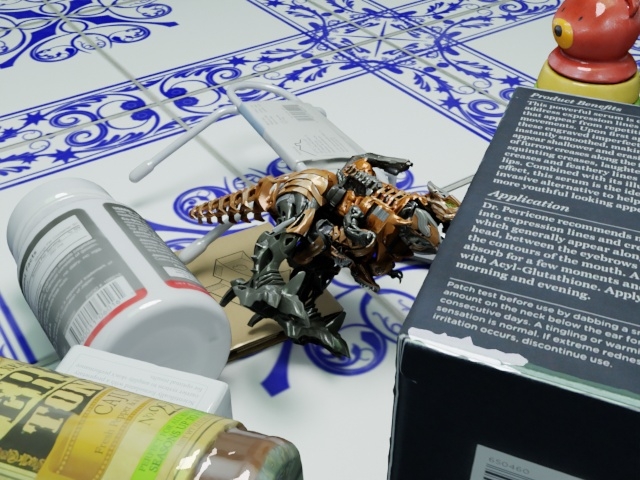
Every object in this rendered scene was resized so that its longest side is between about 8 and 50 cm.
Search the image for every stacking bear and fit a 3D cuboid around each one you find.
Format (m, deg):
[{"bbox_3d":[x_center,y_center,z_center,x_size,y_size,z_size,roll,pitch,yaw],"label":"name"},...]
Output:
[{"bbox_3d":[0.373,-0.218,1.073,0.164,0.289,0.175,-9,38,-11],"label":"stacking bear"}]

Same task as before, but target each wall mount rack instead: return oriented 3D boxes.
[{"bbox_3d":[-0.078,-0.095,1.032,0.304,0.130,0.350,-7,36,-30],"label":"wall mount rack"}]

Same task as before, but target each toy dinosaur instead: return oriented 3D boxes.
[{"bbox_3d":[0.000,0.000,0.833,0.322,0.164,0.218,0,64,48],"label":"toy dinosaur"}]

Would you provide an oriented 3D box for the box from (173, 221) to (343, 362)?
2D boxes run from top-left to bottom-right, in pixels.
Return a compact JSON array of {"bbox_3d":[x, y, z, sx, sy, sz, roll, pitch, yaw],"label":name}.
[{"bbox_3d":[-0.091,0.057,0.943,0.164,0.021,0.201,-19,41,-22],"label":"box"}]

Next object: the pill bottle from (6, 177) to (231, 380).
[{"bbox_3d":[-0.233,0.054,0.834,0.161,0.161,0.283,-23,43,-26],"label":"pill bottle"}]

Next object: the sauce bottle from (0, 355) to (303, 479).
[{"bbox_3d":[-0.185,0.120,0.421,0.344,0.111,0.111,11,39,14],"label":"sauce bottle"}]

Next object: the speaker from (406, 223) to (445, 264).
[{"bbox_3d":[0.145,0.003,0.981,0.136,0.055,0.055,13,40,17],"label":"speaker"}]

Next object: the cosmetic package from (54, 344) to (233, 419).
[{"bbox_3d":[-0.158,0.240,0.540,0.138,0.224,0.224,11,40,15],"label":"cosmetic package"}]

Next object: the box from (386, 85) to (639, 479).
[{"bbox_3d":[0.217,0.087,0.679,0.212,0.293,0.395,15,40,18],"label":"box"}]
